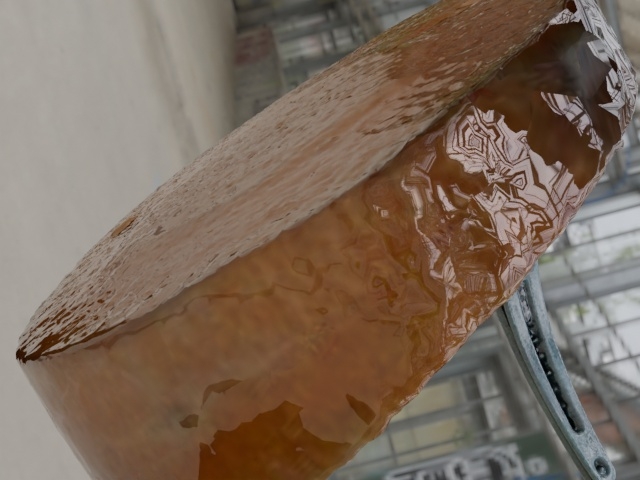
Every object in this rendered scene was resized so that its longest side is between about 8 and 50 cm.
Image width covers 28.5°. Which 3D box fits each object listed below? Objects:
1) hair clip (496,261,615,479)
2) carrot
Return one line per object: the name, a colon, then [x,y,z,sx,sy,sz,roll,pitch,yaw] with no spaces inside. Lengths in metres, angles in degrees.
hair clip: [0.144,0.061,0.809,0.070,0.039,0.230,18,-43,59]
carrot: [0.000,0.000,0.520,0.100,0.307,0.258,48,46,-15]
